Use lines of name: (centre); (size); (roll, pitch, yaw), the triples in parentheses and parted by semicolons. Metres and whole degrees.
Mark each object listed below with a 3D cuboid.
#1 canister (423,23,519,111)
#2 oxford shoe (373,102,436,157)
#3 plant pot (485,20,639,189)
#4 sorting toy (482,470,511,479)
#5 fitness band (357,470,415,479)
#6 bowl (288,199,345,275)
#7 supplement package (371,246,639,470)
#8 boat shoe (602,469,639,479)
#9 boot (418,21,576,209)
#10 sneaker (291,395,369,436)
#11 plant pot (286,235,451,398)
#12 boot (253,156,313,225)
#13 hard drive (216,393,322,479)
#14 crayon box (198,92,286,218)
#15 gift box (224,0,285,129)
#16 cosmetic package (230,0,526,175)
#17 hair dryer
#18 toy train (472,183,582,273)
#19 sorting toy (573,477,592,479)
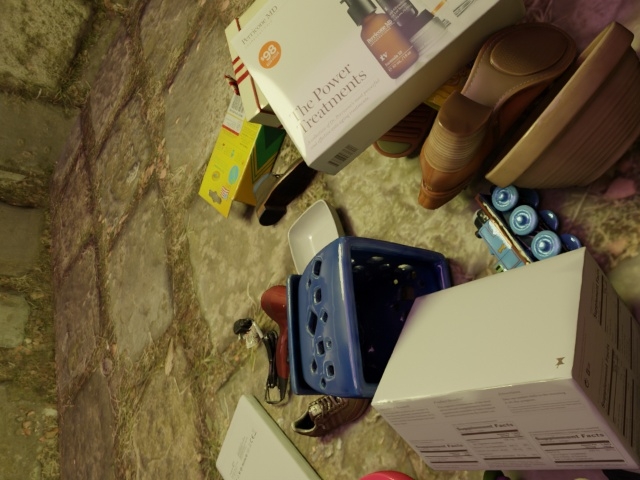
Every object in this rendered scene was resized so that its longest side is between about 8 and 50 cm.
canister: (0.243, -0.286, 0.834); (0.073, 0.126, 0.169); (41, 109, 46)
oxford shoe: (0.170, -0.353, 0.960); (0.141, 0.146, 0.396); (11, 103, 7)
plant pot: (0.332, -0.146, 0.667); (0.110, 0.237, 0.237); (39, 116, 6)
sorting toy: (0.262, 0.357, 0.701); (0.042, 0.061, 0.101); (-21, 89, 44)
fitness band: (0.137, 0.516, 0.817); (0.209, 0.054, 0.291); (-57, 45, 19)
bowl: (0.000, 0.000, 1.098); (0.142, 0.053, 0.141); (-43, 51, 35)
supplement package: (0.232, 0.157, 0.649); (0.262, 0.145, 0.204); (-25, 22, 43)
boat shoe: (0.435, 0.257, 0.494); (0.340, 0.127, 0.113); (-2, 119, 47)
boot: (0.254, -0.177, 0.783); (0.109, 0.220, 0.283); (36, 72, 17)
sneaker: (0.018, 0.325, 0.981); (0.188, 0.071, 0.066); (-50, 47, 30)
plant pot: (0.071, 0.142, 0.850); (0.212, 0.236, 0.235); (-26, 62, 50)
boot: (-0.100, -0.143, 1.228); (0.219, 0.082, 0.106); (-48, 51, 33)
hard drive: (-0.121, 0.510, 1.120); (0.308, 0.040, 0.202); (32, 105, 48)
crayon box: (-0.208, -0.230, 1.373); (0.202, 0.081, 0.318); (37, 108, 47)
gift box: (-0.035, -0.389, 1.089); (0.258, 0.255, 0.276); (-28, 66, 40)
cosmetic package: (0.069, -0.331, 0.806); (0.377, 0.097, 0.284); (-39, 68, 21)
hair dryer: (-0.070, 0.208, 1.134); (0.293, 0.080, 0.223); (-48, 64, 38)
toy train: (0.289, -0.004, 0.748); (0.105, 0.080, 0.184); (-55, 45, 33)
sorting toy: (0.409, 0.317, 0.456); (0.307, 0.229, 0.041); (-2, 42, 49)
